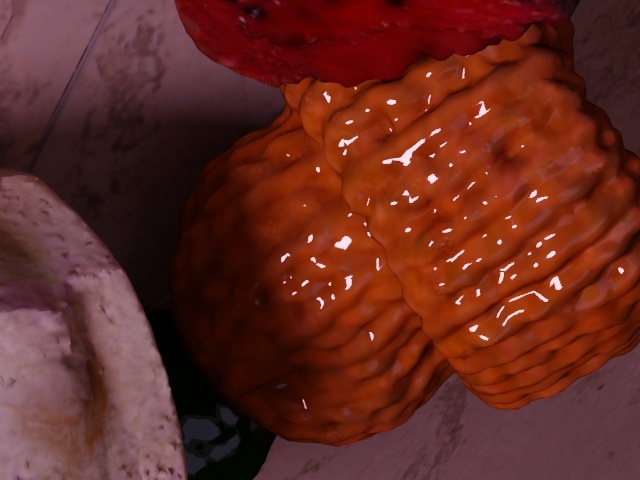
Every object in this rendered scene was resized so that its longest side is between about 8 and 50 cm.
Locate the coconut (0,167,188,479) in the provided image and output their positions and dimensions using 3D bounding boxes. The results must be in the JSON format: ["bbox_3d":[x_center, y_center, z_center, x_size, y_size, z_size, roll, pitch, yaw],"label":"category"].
[{"bbox_3d":[-0.211,0.117,0.837,0.310,0.297,0.297,-10,131,-39],"label":"coconut"}]

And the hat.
[{"bbox_3d":[0.000,0.000,1.040,0.400,0.285,0.285,-23,146,12],"label":"hat"}]

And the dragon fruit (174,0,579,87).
[{"bbox_3d":[-0.019,-0.274,0.833,0.329,0.228,0.286,32,67,-34],"label":"dragon fruit"}]
